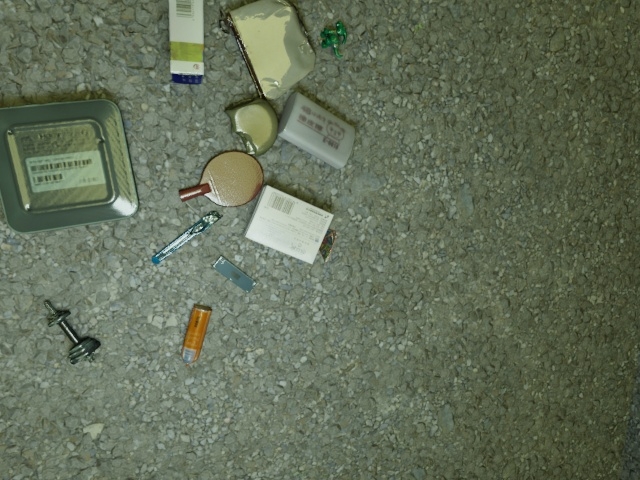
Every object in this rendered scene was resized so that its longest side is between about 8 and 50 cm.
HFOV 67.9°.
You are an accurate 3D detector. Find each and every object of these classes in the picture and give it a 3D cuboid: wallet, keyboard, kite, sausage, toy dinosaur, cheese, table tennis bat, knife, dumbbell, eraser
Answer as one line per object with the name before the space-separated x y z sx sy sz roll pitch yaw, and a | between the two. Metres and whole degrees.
wallet | -0.169 -0.684 1.669 0.275 0.068 0.335 -28 112 -7
keyboard | -0.320 0.129 1.783 0.176 0.014 0.055 40 87 -19
kite | 0.000 0.000 1.860 0.159 0.010 0.190 -30 105 -10
sausage | -0.462 0.354 1.750 0.071 0.071 0.234 15 94 -18
toy dinosaur | 0.056 -0.731 1.731 0.096 0.059 0.132 -13 95 -20
cheese | -0.232 -0.400 1.680 0.175 0.091 0.202 -18 104 -11
table tennis bat | -0.352 -0.206 1.704 0.310 0.038 0.200 -21 104 -13
knife | -0.478 -0.011 1.706 0.296 0.026 0.044 -39 119 -8
dumbbell | -0.851 0.311 1.615 0.110 0.110 0.254 -33 100 -9
eraser | -0.010 -0.395 1.718 0.270 0.095 0.174 25 69 -26

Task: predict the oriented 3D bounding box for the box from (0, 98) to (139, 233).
box | -0.814 -0.238 1.522 0.396 0.111 0.396 -11 101 -14

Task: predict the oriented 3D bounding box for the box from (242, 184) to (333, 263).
box | -0.120 -0.059 1.754 0.274 0.116 0.203 22 91 -16

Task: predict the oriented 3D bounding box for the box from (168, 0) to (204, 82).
box | -0.428 -0.668 1.517 0.106 0.200 0.299 0 99 -16
